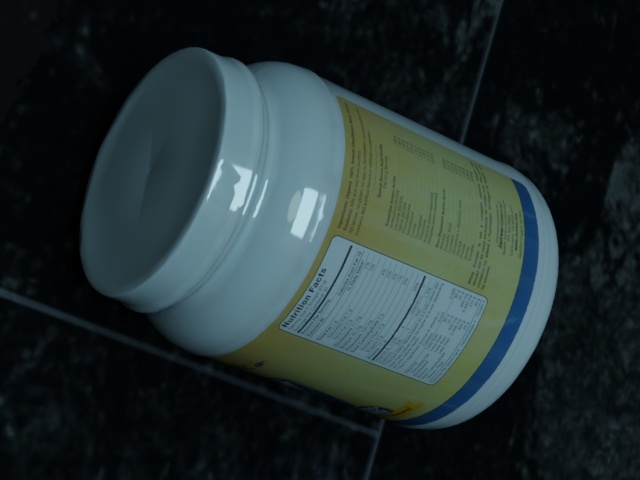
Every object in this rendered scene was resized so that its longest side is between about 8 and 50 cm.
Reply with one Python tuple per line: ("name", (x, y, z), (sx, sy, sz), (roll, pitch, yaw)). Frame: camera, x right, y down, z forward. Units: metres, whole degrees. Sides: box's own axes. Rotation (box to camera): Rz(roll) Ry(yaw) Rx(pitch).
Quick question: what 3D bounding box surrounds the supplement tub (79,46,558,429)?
("supplement tub", (0.000, 0.000, 0.834), (0.199, 0.144, 0.144), (22, 77, -31))
